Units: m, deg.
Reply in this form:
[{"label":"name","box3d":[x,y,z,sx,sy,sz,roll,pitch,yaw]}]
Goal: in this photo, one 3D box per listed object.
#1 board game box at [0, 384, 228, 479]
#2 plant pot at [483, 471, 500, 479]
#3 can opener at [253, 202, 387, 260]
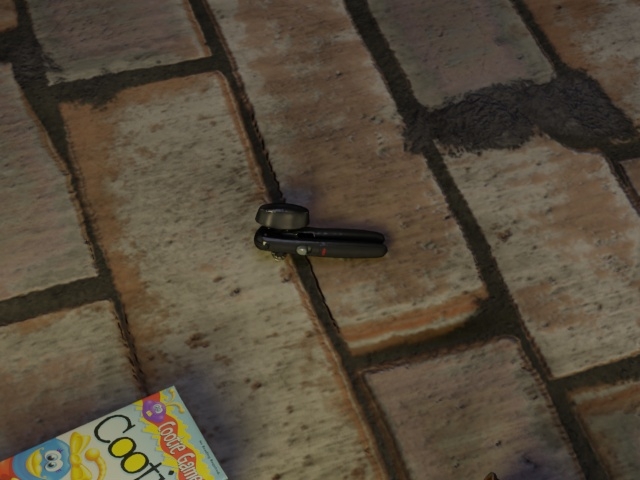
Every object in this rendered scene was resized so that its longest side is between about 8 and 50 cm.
[{"label":"board game box","box3d":[-0.260,0.305,1.670,0.275,0.142,0.144,-23,59,-21]},{"label":"plant pot","box3d":[0.238,0.373,1.665,0.165,0.167,0.167,24,54,3]},{"label":"can opener","box3d":[0.000,0.000,1.979,0.186,0.073,0.059,11,44,-9]}]
